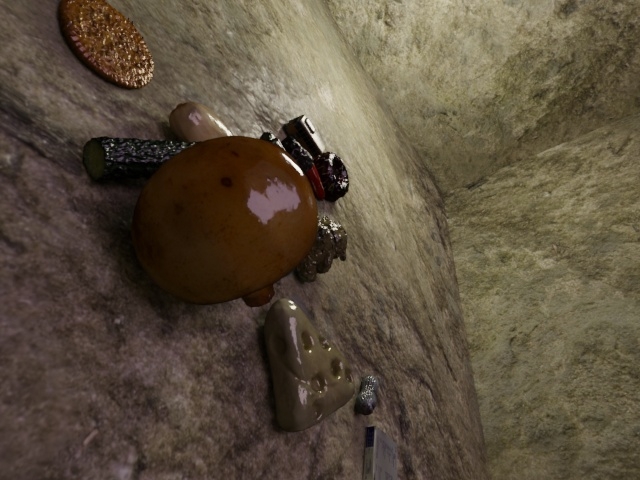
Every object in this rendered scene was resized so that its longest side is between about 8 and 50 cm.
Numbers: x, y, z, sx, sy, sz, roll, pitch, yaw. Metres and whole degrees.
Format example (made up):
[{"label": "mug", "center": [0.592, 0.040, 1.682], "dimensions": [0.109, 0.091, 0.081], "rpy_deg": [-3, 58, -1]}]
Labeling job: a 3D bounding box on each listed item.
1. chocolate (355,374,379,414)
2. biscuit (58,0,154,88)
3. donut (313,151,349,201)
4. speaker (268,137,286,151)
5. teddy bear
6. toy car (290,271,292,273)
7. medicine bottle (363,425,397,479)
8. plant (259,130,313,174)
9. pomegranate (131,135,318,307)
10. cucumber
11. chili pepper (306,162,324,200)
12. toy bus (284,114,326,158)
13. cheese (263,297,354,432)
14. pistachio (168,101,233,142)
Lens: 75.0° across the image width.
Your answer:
[{"label": "chocolate", "center": [0.169, 0.549, 1.487], "dimensions": [0.072, 0.072, 0.167], "rpy_deg": [57, 29, -18]}, {"label": "biscuit", "center": [-0.533, -0.506, 1.062], "dimensions": [0.254, 0.035, 0.254], "rpy_deg": [39, 40, -42]}, {"label": "donut", "center": [0.051, -0.290, 1.852], "dimensions": [0.235, 0.089, 0.235], "rpy_deg": [32, 51, -50]}, {"label": "speaker", "center": [-0.160, -0.169, 1.303], "dimensions": [0.231, 0.192, 0.153], "rpy_deg": [57, 31, -16]}, {"label": "teddy bear", "center": [0.000, 0.000, 1.503], "dimensions": [0.256, 0.156, 0.267], "rpy_deg": [-5, 74, -63]}, {"label": "toy car", "center": [-0.138, 0.037, 1.297], "dimensions": [0.162, 0.126, 0.098], "rpy_deg": [58, 6, 3]}, {"label": "medicine bottle", "center": [0.211, 0.767, 1.425], "dimensions": [0.171, 0.052, 0.201], "rpy_deg": [49, 33, -31]}, {"label": "plant", "center": [-0.129, -0.310, 1.507], "dimensions": [0.203, 0.131, 0.142], "rpy_deg": [24, 19, -41]}, {"label": "pomegranate", "center": [-0.204, -0.033, 0.953], "dimensions": [0.416, 0.416, 0.417], "rpy_deg": [39, 39, -41]}, {"label": "cucumber", "center": [-0.371, -0.202, 1.011], "dimensions": [0.359, 0.096, 0.096], "rpy_deg": [-18, 86, -53]}, {"label": "chili pepper", "center": [-0.024, -0.238, 1.738], "dimensions": [0.088, 0.064, 0.169], "rpy_deg": [-111, 175, -69]}, {"label": "toy bus", "center": [-0.062, -0.433, 1.752], "dimensions": [0.182, 0.103, 0.091], "rpy_deg": [54, 30, -23]}, {"label": "cheese", "center": [-0.023, 0.348, 1.237], "dimensions": [0.328, 0.129, 0.352], "rpy_deg": [12, 62, -54]}, {"label": "pistachio", "center": [-0.336, -0.303, 1.176], "dimensions": [0.200, 0.117, 0.145], "rpy_deg": [39, 47, -53]}]
